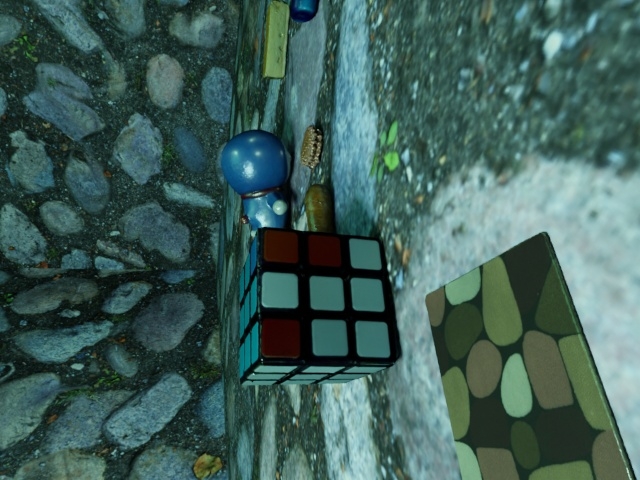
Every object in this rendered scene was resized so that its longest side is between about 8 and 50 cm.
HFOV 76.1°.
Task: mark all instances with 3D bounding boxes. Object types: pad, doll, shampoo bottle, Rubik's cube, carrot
[{"bbox_3d":[0.139,0.130,0.297,0.158,0.003,0.234,127,141,-60],"label":"pad"},{"bbox_3d":[-0.129,-0.127,0.945,0.215,0.161,0.256,8,112,58],"label":"doll"},{"bbox_3d":[-0.027,-0.539,0.807,0.087,0.050,0.182,-142,56,-71],"label":"shampoo bottle"},{"bbox_3d":[-0.014,0.091,0.519,0.160,0.164,0.162,124,147,-58],"label":"Rubik's cube"},{"bbox_3d":[0.000,0.000,0.666,0.047,0.047,0.190,147,123,-68],"label":"carrot"}]

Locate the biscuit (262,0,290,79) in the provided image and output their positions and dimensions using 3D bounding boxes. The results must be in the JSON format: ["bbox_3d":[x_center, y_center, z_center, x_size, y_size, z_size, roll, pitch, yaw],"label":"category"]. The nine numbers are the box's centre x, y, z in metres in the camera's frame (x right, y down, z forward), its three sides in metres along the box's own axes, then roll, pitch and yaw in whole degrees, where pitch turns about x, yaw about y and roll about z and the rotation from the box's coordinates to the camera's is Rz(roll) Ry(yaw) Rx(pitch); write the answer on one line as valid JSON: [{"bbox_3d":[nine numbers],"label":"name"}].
[{"bbox_3d":[-0.113,-0.514,1.055,0.052,0.056,0.187,-151,66,-68],"label":"biscuit"}]

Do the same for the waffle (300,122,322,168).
[{"bbox_3d":[-0.018,-0.177,0.770,0.075,0.029,0.083,-129,47,-63],"label":"waffle"}]
